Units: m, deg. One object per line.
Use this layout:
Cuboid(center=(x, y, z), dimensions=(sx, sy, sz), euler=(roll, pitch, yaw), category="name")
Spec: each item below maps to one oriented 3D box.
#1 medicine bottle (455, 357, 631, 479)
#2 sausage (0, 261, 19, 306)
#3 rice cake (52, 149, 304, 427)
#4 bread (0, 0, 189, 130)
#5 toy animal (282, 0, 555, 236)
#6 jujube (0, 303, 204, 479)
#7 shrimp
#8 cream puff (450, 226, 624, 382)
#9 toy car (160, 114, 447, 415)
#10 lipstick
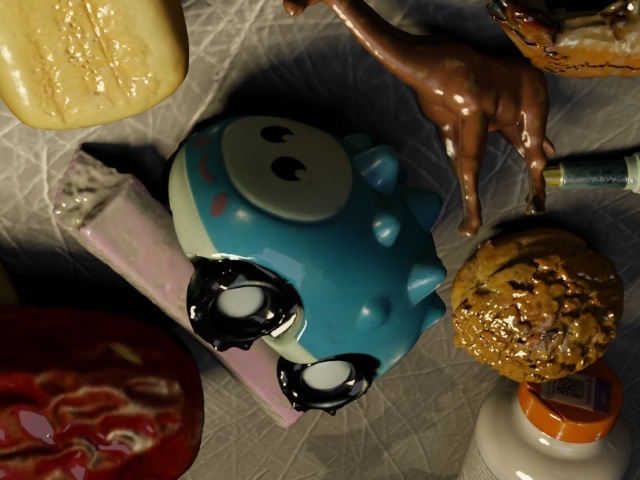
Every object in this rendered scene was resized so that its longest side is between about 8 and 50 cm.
Cuboid(center=(0.225, 0.239, 1.290), dimensions=(0.157, 0.157, 0.288), euler=(-1, 135, -11), category="medicine bottle")
Cuboid(center=(-0.285, 0.014, 1.054), dimensions=(0.024, 0.024, 0.132), euler=(-15, 134, 3), category="sausage")
Cuboid(center=(-0.100, 0.053, 1.095), dimensions=(0.072, 0.056, 0.365), euler=(-54, 133, -16), category="rice cake")
Cuboid(center=(-0.173, -0.177, 0.834), dimensions=(0.147, 0.098, 0.217), euler=(-12, 138, -1), category="bread")
Cuboid(center=(0.084, -0.115, 0.948), dimensions=(0.224, 0.066, 0.229), euler=(-18, 97, -32), category="toy animal")
Cuboid(center=(-0.264, 0.156, 1.078), dimensions=(0.318, 0.223, 0.223), euler=(-4, 136, -21), category="jujube")
Cuboid(center=(0.217, -0.229, 0.895), dimensions=(0.222, 0.054, 0.290), euler=(-19, 133, 7), category="shrimp")
Cuboid(center=(0.200, 0.066, 1.142), dimensions=(0.165, 0.115, 0.150), euler=(-14, 133, 1), category="cream puff")
Cuboid(center=(0.000, 0.000, 0.985), dimensions=(0.190, 0.188, 0.255), euler=(-34, 131, 16), category="toy car")
Cuboid(center=(0.242, -0.058, 1.089), dimensions=(0.116, 0.037, 0.037), euler=(-2, 135, -2), category="lipstick")
